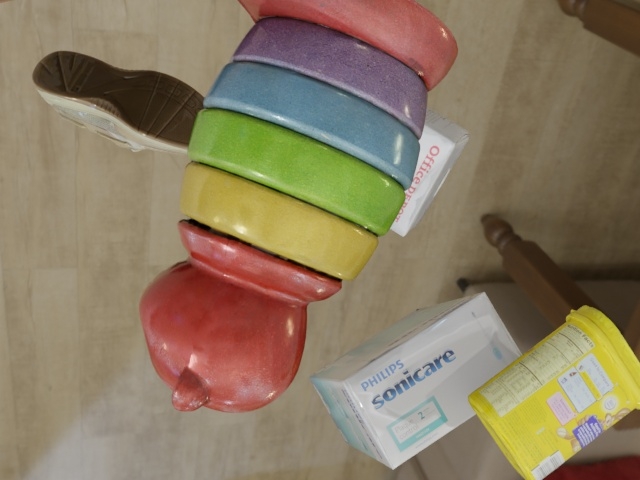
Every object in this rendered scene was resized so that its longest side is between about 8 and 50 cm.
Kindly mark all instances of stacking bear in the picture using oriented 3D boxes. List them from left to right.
[{"bbox_3d":[-0.032,-0.024,0.497,0.164,0.175,0.289,22,89,11],"label":"stacking bear"}]

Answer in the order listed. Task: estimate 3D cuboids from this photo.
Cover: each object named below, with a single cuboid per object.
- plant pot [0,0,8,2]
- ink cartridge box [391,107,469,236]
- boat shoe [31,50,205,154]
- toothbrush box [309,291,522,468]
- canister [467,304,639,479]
[{"bbox_3d":[-0.328,-0.435,0.897,0.265,0.272,0.273,-25,133,-40],"label":"plant pot"},{"bbox_3d":[0.103,-0.187,1.443,0.306,0.131,0.226,33,117,13],"label":"ink cartridge box"},{"bbox_3d":[-0.276,-0.186,1.071,0.302,0.109,0.098,20,154,11],"label":"boat shoe"},{"bbox_3d":[0.122,0.188,1.007,0.216,0.295,0.126,-30,85,-13],"label":"toothbrush box"},{"bbox_3d":[0.264,0.171,0.802,0.170,0.073,0.126,-35,100,-4],"label":"canister"}]
